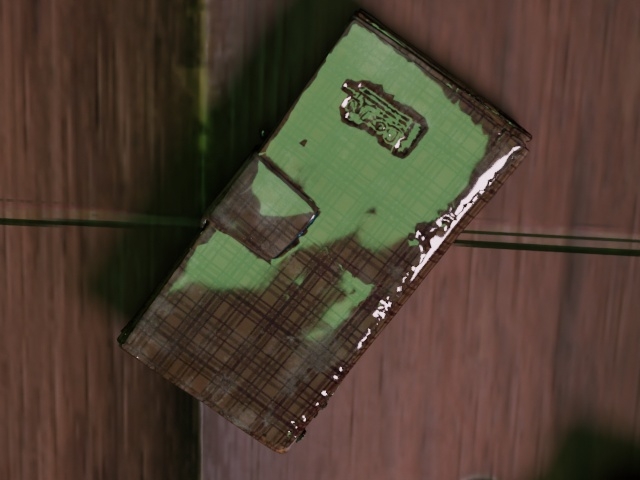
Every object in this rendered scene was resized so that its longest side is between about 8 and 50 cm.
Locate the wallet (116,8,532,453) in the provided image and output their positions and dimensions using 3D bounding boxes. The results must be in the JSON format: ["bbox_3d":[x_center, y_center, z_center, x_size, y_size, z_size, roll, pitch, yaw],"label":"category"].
[{"bbox_3d":[0.000,0.000,0.661,0.124,0.042,0.230,36,105,-9],"label":"wallet"}]
